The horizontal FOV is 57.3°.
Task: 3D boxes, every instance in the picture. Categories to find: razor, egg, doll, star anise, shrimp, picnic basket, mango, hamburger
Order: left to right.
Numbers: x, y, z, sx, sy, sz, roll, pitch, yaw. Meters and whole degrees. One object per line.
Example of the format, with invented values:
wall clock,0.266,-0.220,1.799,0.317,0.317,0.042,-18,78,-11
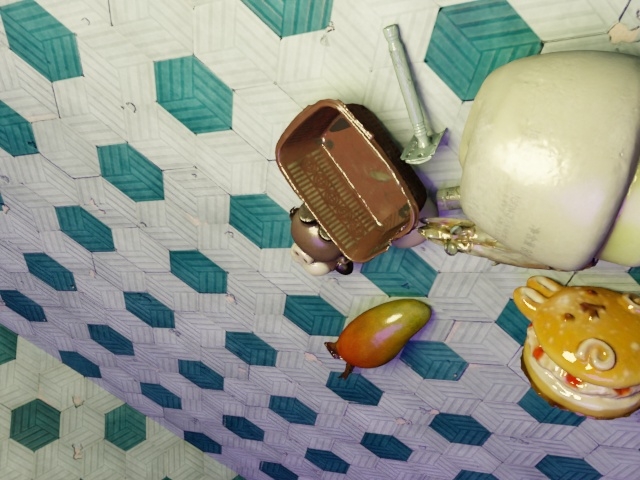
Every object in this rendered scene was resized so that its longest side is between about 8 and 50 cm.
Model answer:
doll,0.002,-0.002,1.284,0.182,0.117,0.257,43,162,11
star anise,0.084,0.355,1.634,0.158,0.144,0.140,-22,130,37
picnic basket,0.070,-0.126,1.102,0.297,0.129,0.222,53,134,1
mango,0.149,0.237,1.496,0.146,0.129,0.289,33,128,-8
egg,0.184,-0.039,1.210,0.103,0.103,0.135,39,133,-17
razor,0.156,-0.259,1.023,0.068,0.106,0.232,-7,121,29
shrimp,0.343,0.003,1.103,0.359,0.247,0.086,8,95,-11
hamburger,0.545,0.197,1.206,0.302,0.260,0.187,43,151,46

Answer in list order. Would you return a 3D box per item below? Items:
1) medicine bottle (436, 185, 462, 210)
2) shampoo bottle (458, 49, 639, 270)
medicine bottle,0.277,-0.086,1.165,0.083,0.047,0.047,-6,130,28
shampoo bottle,0.375,-0.120,0.883,0.317,0.323,0.323,15,138,17
